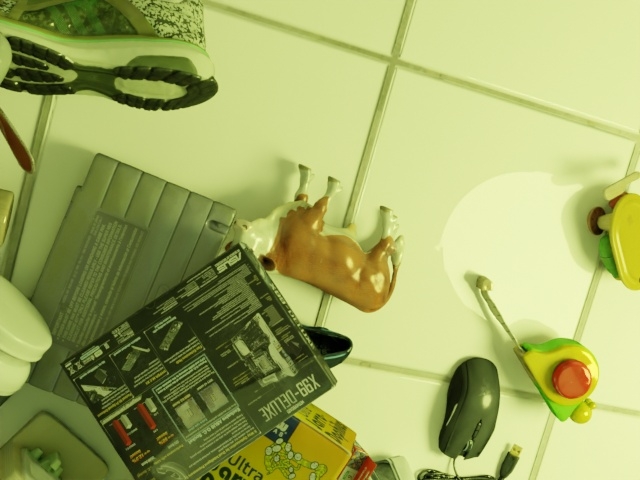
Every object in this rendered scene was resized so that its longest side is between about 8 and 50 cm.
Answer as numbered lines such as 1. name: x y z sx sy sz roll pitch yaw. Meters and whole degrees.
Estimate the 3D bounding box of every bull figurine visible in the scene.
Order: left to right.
1. bull figurine: 0.000 0.000 1.495 0.310 0.101 0.188 28 88 -30

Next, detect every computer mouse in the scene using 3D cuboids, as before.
1. computer mouse: 0.295 0.346 1.698 0.184 0.060 0.262 15 97 -20

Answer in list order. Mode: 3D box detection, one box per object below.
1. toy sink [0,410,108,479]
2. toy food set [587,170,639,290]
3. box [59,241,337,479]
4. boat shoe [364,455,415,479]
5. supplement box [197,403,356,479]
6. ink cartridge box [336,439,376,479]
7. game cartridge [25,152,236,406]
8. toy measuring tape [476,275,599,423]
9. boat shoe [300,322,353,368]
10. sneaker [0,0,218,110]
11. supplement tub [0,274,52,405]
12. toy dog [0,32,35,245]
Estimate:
1. toy sink: -0.441 0.400 1.421 0.234 0.131 0.153 -43 112 -6
2. toy food set: 0.528 -0.016 1.700 0.128 0.071 0.217 -34 114 -35
3. box: -0.167 0.185 1.341 0.307 0.076 0.242 -35 86 0
4. boat shoe: 0.136 0.501 1.575 0.102 0.301 0.108 -11 147 -15
5. supplement box: -0.121 0.405 1.464 0.195 0.194 0.356 33 91 5
6. ink cartridge box: 0.047 0.369 1.588 0.029 0.115 0.062 32 90 -22
7. game cartridge: -0.295 0.073 1.410 0.230 0.068 0.355 23 94 -2
8. toy measuring tape: 0.399 0.179 1.676 0.121 0.121 0.330 -34 101 -9
9. boat shoe: -0.071 0.151 1.505 0.258 0.089 0.109 0 69 -27
10. sneaker: -0.340 -0.303 1.325 0.410 0.158 0.182 10 68 -19
11. supplement tub: -0.522 0.179 1.297 0.272 0.191 0.191 -44 112 3
12. toy dog: -0.474 -0.098 1.231 0.220 0.161 0.333 -4 132 -5
